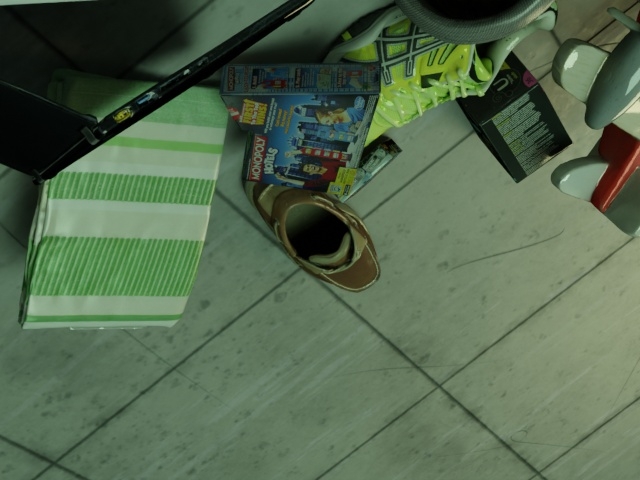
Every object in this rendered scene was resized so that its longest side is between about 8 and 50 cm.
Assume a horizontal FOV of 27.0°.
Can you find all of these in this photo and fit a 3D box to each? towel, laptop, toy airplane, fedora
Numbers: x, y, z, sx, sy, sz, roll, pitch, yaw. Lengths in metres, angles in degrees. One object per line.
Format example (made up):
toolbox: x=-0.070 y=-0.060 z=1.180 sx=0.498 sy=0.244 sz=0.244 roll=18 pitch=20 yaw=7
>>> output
towel: x=-0.248 y=-0.044 z=1.676 sx=0.248 sy=0.038 sz=0.324 roll=2 pitch=106 yaw=-35
laptop: x=-0.279 y=-0.203 z=1.367 sx=0.408 sy=0.382 sz=0.236 roll=-36 pitch=99 yaw=-20
toy airplane: x=0.488 y=-0.183 z=1.813 sx=0.386 sy=0.272 sz=0.384 roll=-36 pitch=124 yaw=-27
fedora: x=0.195 y=-0.369 z=1.607 sx=0.244 sy=0.275 sz=0.124 roll=2 pitch=-178 yaw=15

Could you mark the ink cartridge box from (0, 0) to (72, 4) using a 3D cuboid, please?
ink cartridge box: x=-0.267 y=-0.357 z=1.276 sx=0.171 sy=0.232 sz=0.168 roll=-9 pitch=135 yaw=-24

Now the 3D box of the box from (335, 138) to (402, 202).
box: x=0.065 y=-0.098 z=1.851 sx=0.094 sy=0.027 sz=0.137 roll=-43 pitch=179 yaw=12

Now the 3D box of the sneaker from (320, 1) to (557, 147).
sneaker: x=0.134 y=-0.232 z=1.728 sx=0.385 sy=0.147 sz=0.145 roll=-43 pitch=141 yaw=16

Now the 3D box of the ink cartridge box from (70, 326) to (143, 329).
ink cartridge box: x=-0.273 y=0.032 z=1.791 sx=0.127 sy=0.072 sz=0.175 roll=2 pitch=129 yaw=-34

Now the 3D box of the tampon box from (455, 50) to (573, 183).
tampon box: x=0.264 y=-0.184 z=1.879 sx=0.101 sy=0.120 sz=0.161 roll=-36 pitch=141 yaw=5

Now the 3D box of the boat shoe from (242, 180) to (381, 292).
boat shoe: x=0.000 y=0.000 z=1.900 sx=0.123 sy=0.116 sz=0.324 roll=-39 pitch=140 yaw=8

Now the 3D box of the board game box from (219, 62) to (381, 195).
board game box: x=-0.037 y=-0.153 z=1.694 sx=0.194 sy=0.060 sz=0.194 roll=10 pitch=139 yaw=-7
